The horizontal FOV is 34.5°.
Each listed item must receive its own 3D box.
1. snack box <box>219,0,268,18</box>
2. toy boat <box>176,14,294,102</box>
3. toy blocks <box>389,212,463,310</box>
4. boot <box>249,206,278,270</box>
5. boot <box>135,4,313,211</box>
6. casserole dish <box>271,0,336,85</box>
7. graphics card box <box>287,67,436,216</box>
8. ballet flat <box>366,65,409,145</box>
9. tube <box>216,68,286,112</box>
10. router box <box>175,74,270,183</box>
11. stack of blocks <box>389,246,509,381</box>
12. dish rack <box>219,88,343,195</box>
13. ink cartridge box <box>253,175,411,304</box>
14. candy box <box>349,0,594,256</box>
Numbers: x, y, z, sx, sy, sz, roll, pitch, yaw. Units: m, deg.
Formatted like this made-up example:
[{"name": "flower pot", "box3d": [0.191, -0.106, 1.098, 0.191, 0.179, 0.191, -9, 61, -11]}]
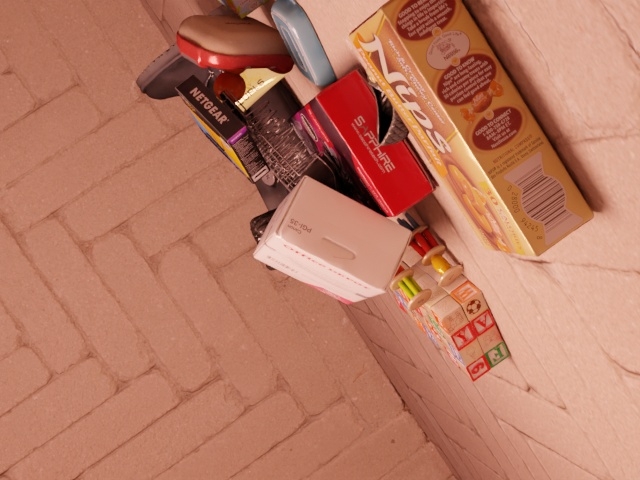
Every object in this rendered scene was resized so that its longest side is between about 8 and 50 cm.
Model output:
[{"name": "snack box", "box3d": [-0.195, -0.528, 1.879, 0.174, 0.070, 0.207, 45, 169, 50]}, {"name": "toy boat", "box3d": [-0.156, -0.324, 1.886, 0.151, 0.231, 0.151, 34, 121, 37]}, {"name": "toy blocks", "box3d": [0.160, 0.033, 1.827, 0.148, 0.123, 0.054, 52, 178, 25]}, {"name": "boot", "box3d": [-0.002, -0.003, 2.196, 0.131, 0.260, 0.348, 51, 171, 34]}, {"name": "boot", "box3d": [-0.188, -0.252, 2.302, 0.445, 0.146, 0.367, 55, 141, -7]}, {"name": "casserole dish", "box3d": [-0.033, -0.341, 1.782, 0.114, 0.037, 0.188, 48, 171, 49]}, {"name": "graphics card box", "box3d": [0.060, -0.155, 1.779, 0.233, 0.094, 0.371, 56, 174, -6]}, {"name": "ballet flat", "box3d": [0.095, -0.198, 1.513, 0.057, 0.049, 0.173, 50, 171, 36]}, {"name": "tube", "box3d": [-0.160, -0.311, 2.125, 0.070, 0.240, 0.062, 35, -148, -25]}, {"name": "router box", "box3d": [-0.172, -0.196, 1.816, 0.179, 0.046, 0.133, 45, 170, 35]}, {"name": "stack of blocks", "box3d": [0.219, 0.113, 1.946, 0.171, 0.087, 0.297, 61, 172, -33]}, {"name": "dish rack", "box3d": [-0.074, -0.165, 1.853, 0.271, 0.074, 0.208, 47, 170, 15]}, {"name": "ink cartridge box", "box3d": [0.015, 0.008, 1.761, 0.207, 0.117, 0.283, 28, 168, -6]}, {"name": "candy box", "box3d": [0.164, -0.136, 1.171, 0.316, 0.087, 0.183, 57, 173, -7]}]
